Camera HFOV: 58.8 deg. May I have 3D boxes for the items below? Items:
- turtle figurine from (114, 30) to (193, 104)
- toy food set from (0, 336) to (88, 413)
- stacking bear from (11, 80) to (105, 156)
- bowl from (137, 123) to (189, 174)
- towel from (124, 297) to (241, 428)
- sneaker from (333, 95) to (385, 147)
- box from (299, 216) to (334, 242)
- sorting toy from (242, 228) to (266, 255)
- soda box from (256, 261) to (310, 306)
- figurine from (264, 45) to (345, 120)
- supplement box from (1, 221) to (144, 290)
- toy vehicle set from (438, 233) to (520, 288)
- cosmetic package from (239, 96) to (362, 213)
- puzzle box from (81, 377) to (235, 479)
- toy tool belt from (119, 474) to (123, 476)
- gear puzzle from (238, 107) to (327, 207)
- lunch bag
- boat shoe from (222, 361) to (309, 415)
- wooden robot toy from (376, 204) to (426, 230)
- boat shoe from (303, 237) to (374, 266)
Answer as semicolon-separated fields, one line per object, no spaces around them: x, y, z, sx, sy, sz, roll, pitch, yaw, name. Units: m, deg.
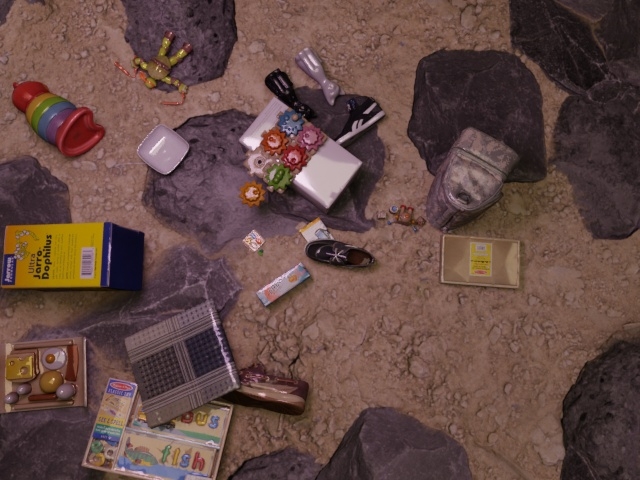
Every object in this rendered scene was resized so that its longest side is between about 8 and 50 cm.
-0.550;-0.605;1.935;0.270;0.087;0.217;30;82;2;turtle figurine
-0.884;0.424;1.782;0.306;0.092;0.219;-4;83;-3;toy food set
-0.889;-0.419;1.869;0.289;0.175;0.164;37;75;12;stacking bear
-0.525;-0.300;1.913;0.142;0.053;0.142;38;82;3;bowl
-0.433;0.381;1.777;0.324;0.056;0.312;-24;70;2;towel
0.106;-0.414;1.949;0.217;0.079;0.121;-36;82;-15;sneaker
0.000;0.000;1.910;0.081;0.028;0.136;-34;88;-6;box
-0.214;0.010;1.905;0.083;0.012;0.062;45;83;4;sorting toy
-0.122;0.145;1.866;0.183;0.063;0.058;-35;86;-6;soda box
-0.046;-0.527;1.955;0.215;0.092;0.209;-38;93;-7;figurine
-0.754;0.056;1.749;0.357;0.194;0.195;-2;82;11;supplement box
0.537;0.071;1.917;0.267;0.035;0.165;5;82;-2;toy vehicle set
-0.065;-0.275;1.878;0.366;0.155;0.197;39;84;2;cosmetic package
-0.496;0.603;1.770;0.409;0.052;0.272;12;70;-1;puzzle box
-0.619;0.695;1.784;0.051;0.052;0.083;-20;74;-28;toy tool belt
-0.145;-0.251;1.778;0.175;0.044;0.339;38;88;3;gear puzzle
0.461;-0.171;1.818;0.213;0.305;0.256;34;79;5;lunch bag
-0.204;0.455;1.810;0.342;0.123;0.123;10;51;9;boat shoe
0.278;-0.086;1.906;0.173;0.079;0.076;14;82;-1;wooden robot toy
0.062;0.043;1.860;0.233;0.079;0.083;11;93;-12;boat shoe
